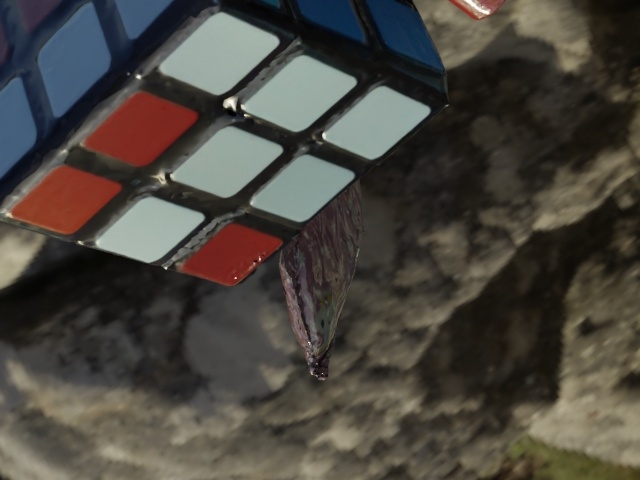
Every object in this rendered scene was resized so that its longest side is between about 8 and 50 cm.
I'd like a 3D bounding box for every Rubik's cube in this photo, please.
[{"bbox_3d":[-0.064,-0.098,0.887,0.163,0.162,0.160,-41,52,26],"label":"Rubik's cube"}]

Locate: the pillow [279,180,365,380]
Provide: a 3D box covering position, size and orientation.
[{"bbox_3d":[0.000,0.000,1.371,0.043,0.185,0.118,-2,126,18],"label":"pillow"}]

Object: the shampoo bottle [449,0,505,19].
[{"bbox_3d":[0.054,-0.330,1.753,0.314,0.118,0.076,34,155,-21],"label":"shampoo bottle"}]
